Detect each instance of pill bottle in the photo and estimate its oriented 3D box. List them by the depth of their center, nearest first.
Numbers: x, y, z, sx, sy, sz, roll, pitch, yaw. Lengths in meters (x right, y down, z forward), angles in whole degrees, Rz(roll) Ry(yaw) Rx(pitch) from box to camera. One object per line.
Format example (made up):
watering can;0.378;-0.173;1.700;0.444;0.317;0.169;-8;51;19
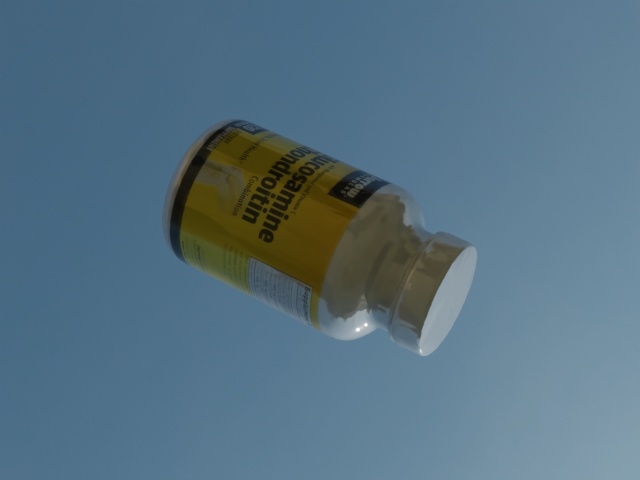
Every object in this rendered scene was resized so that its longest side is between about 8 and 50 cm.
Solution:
pill bottle;0.000;0.000;0.688;0.184;0.103;0.103;25;-101;22
